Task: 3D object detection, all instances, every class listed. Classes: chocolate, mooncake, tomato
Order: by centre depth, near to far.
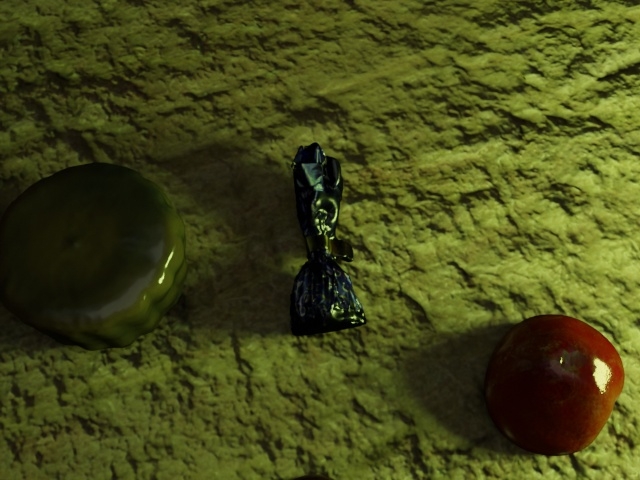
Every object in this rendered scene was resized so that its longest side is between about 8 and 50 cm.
[{"bbox_3d":[0.373,0.215,1.071,0.200,0.140,0.233,28,70,14],"label":"tomato"},{"bbox_3d":[-0.354,0.027,1.079,0.290,0.161,0.291,1,68,-2],"label":"mooncake"},{"bbox_3d":[0.002,-0.005,1.149,0.148,0.126,0.344,17,59,-40],"label":"chocolate"}]

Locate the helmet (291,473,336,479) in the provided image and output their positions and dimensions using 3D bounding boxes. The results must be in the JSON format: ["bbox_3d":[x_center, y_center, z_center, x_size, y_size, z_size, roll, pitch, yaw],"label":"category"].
[{"bbox_3d":[0.001,0.429,0.980,0.155,0.106,0.175,-30,78,-14],"label":"helmet"}]
